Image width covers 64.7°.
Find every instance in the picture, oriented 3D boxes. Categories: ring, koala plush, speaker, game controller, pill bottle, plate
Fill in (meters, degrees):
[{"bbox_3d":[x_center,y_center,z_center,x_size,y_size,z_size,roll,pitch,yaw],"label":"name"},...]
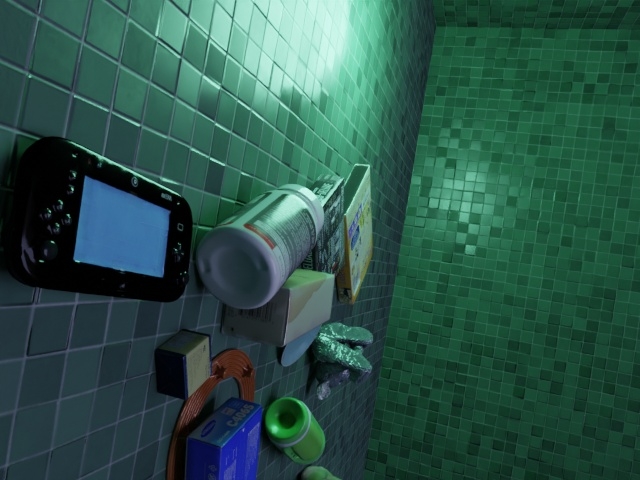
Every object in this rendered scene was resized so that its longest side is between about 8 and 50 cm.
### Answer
[{"bbox_3d":[-0.209,0.397,1.061,0.337,0.032,0.336,9,90,-73],"label":"ring"},{"bbox_3d":[0.043,0.403,1.671,0.196,0.204,0.221,-77,-173,-54],"label":"koala plush"},{"bbox_3d":[-0.066,0.540,1.419,0.296,0.131,0.131,73,31,-54],"label":"speaker"},{"bbox_3d":[-0.259,-0.011,0.653,0.319,0.067,0.166,33,67,-71],"label":"game controller"},{"bbox_3d":[-0.101,-0.003,0.987,0.283,0.162,0.161,-49,144,-58],"label":"pill bottle"},{"bbox_3d":[-0.055,0.266,1.413,0.188,0.024,0.188,-46,156,-28],"label":"plate"}]

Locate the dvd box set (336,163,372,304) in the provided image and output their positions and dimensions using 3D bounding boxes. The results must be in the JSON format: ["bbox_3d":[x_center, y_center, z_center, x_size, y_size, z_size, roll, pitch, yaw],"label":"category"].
[{"bbox_3d":[0.122,-0.020,1.831,0.307,0.062,0.420,-63,155,-44],"label":"dvd box set"}]

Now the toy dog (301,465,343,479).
[{"bbox_3d":[0.005,1.007,1.626,0.395,0.285,0.407,28,74,-71],"label":"toy dog"}]

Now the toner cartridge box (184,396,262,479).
[{"bbox_3d":[-0.194,0.507,0.992,0.165,0.075,0.347,-26,124,-69],"label":"toner cartridge box"}]

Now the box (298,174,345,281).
[{"bbox_3d":[0.000,0.000,1.440,0.242,0.077,0.307,-57,151,-52],"label":"box"}]

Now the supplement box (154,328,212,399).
[{"bbox_3d":[-0.231,0.209,0.861,0.083,0.056,0.083,-40,136,-63],"label":"supplement box"}]

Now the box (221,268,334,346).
[{"bbox_3d":[-0.082,0.138,1.146,0.311,0.148,0.121,-6,103,-73],"label":"box"}]
